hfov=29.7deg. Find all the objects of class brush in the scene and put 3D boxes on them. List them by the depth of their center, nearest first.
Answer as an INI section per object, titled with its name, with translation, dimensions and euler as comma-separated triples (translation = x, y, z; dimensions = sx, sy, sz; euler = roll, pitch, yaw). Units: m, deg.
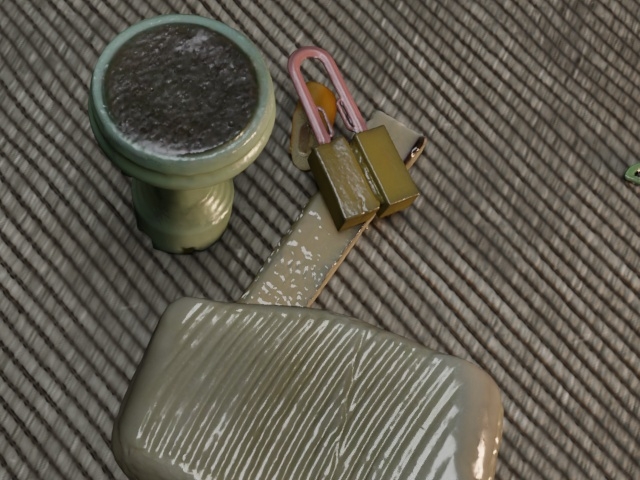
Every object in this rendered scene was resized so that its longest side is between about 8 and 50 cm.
[brush]
translation = 0.023, -0.134, 1.480
dimensions = 0.103, 0.047, 0.233
euler = -20, 76, -20

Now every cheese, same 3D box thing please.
[cheese]
translation = -0.001, 0.000, 1.475
dimensions = 0.085, 0.034, 0.400
euler = 30, 65, 10

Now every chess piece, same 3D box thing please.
[chess piece]
translation = -0.154, -0.097, 1.354
dimensions = 0.195, 0.299, 0.194
euler = 2, 65, -5

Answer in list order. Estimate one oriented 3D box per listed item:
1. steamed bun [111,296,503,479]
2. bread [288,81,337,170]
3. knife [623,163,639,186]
[steamed bun]
translation = -0.009, 0.222, 1.262
dimensions = 0.383, 0.236, 0.247
euler = 11, 60, 10
[bread]
translation = -0.010, -0.147, 1.521
dimensions = 0.049, 0.062, 0.103
euler = 11, 65, 12
[knife]
translation = 0.535, -0.050, 1.562
dimensions = 0.293, 0.020, 0.043
euler = 17, 67, 2
